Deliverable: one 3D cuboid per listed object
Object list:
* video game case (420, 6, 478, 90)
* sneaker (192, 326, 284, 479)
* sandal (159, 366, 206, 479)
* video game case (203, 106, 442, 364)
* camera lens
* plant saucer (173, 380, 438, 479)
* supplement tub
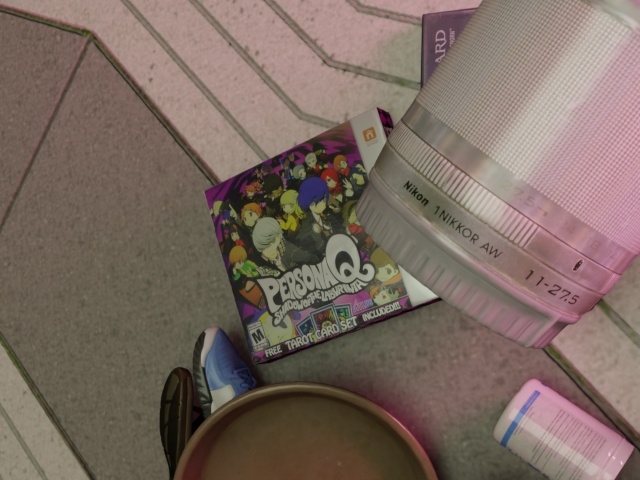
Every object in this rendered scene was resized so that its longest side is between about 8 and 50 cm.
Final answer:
[{"bbox_3d":[0.228,-0.133,0.759,0.274,0.026,0.196,1,88,27],"label":"video game case"},{"bbox_3d":[-0.074,0.190,0.873,0.081,0.080,0.211,-23,88,17],"label":"sneaker"},{"bbox_3d":[-0.140,0.245,0.902,0.090,0.060,0.219,13,111,64],"label":"sandal"},{"bbox_3d":[0.000,0.000,0.856,0.232,0.042,0.210,-22,77,24],"label":"video game case"},{"bbox_3d":[0.184,-0.080,0.643,0.219,0.219,0.274,41,105,22],"label":"camera lens"},{"bbox_3d":[-0.013,0.274,0.809,0.278,0.041,0.278,1,97,8],"label":"plant saucer"},{"bbox_3d":[0.219,0.183,0.725,0.107,0.071,0.071,35,103,24],"label":"supplement tub"}]
